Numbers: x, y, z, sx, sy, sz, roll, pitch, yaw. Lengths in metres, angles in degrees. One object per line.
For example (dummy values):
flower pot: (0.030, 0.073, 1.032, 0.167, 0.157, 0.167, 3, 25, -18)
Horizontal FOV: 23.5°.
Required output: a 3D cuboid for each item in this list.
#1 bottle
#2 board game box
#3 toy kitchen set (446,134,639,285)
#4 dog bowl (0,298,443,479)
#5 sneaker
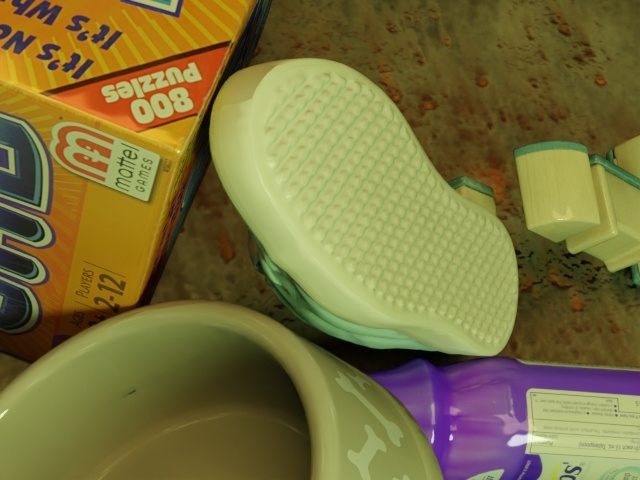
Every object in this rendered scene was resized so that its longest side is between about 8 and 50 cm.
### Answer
bottle: (0.134, 0.133, 1.088, 0.282, 0.118, 0.092, 5, 63, -13)
board game box: (-0.220, -0.176, 1.019, 0.356, 0.356, 0.356, 21, 61, -3)
toy kitchen set: (0.174, -0.020, 1.211, 0.207, 0.166, 0.122, 23, 53, -45)
dog bowl: (-0.103, 0.185, 0.891, 0.348, 0.102, 0.349, -20, 44, 21)
sneaker: (0.000, 0.000, 0.981, 0.150, 0.366, 0.135, -3, 67, 27)
